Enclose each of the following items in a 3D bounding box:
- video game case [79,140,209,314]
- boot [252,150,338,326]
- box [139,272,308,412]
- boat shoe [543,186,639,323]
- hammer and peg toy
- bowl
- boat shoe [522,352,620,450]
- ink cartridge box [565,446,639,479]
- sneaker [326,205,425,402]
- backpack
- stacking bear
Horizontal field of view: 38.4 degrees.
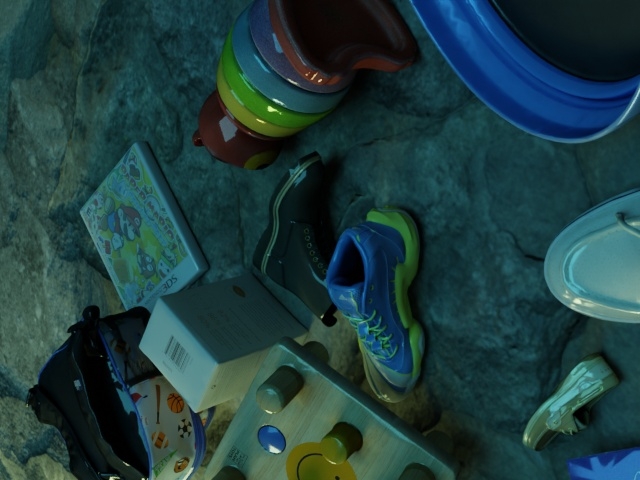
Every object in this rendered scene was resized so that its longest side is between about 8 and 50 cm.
[{"bbox_3d":[-0.280,-0.004,1.425,0.206,0.026,0.227,-40,72,40],"label":"video game case"},{"bbox_3d":[0.000,0.000,1.145,0.137,0.076,0.198,42,138,23],"label":"boot"},{"bbox_3d":[-0.126,0.131,1.213,0.130,0.170,0.091,43,124,27],"label":"box"},{"bbox_3d":[0.333,0.018,0.773,0.367,0.156,0.136,-6,95,43],"label":"boat shoe"},{"bbox_3d":[-0.024,0.312,1.112,0.266,0.127,0.361,36,122,11],"label":"hammer and peg toy"},{"bbox_3d":[0.172,-0.273,0.783,0.391,0.077,0.391,55,165,23],"label":"bowl"},{"bbox_3d":[0.258,0.177,0.951,0.045,0.050,0.135,48,128,31],"label":"boat shoe"},{"bbox_3d":[0.385,0.328,0.805,0.303,0.072,0.307,-21,80,34],"label":"ink cartridge box"},{"bbox_3d":[0.053,0.083,1.068,0.091,0.126,0.240,5,103,42],"label":"sneaker"},{"bbox_3d":[-0.285,0.257,1.365,0.276,0.213,0.264,-47,60,45],"label":"backpack"},{"bbox_3d":[-0.053,-0.186,1.093,0.289,0.175,0.164,-42,73,48],"label":"stacking bear"}]
